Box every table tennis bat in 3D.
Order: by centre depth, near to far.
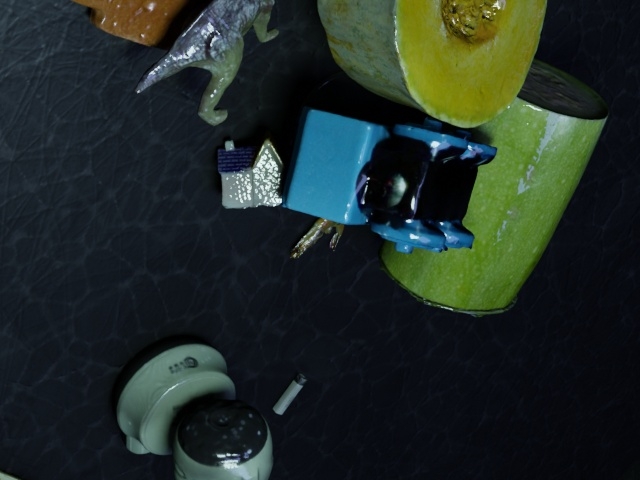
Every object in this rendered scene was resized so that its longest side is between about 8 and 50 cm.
[{"bbox_3d":[0.047,-0.165,1.817,0.138,0.022,0.246,-44,141,-2],"label":"table tennis bat"}]

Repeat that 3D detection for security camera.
[{"bbox_3d":[-0.183,0.298,1.816,0.197,0.277,0.191,-17,135,-30],"label":"security camera"}]

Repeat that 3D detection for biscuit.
[{"bbox_3d":[-0.218,-0.352,1.389,0.284,0.043,0.306,-31,143,-22],"label":"biscuit"}]

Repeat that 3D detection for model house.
[{"bbox_3d":[-0.099,-0.106,1.698,0.100,0.088,0.100,-5,108,0],"label":"model house"}]

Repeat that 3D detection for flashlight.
[{"bbox_3d":[-0.055,0.277,2.122,0.018,0.018,0.083,21,109,-50],"label":"flashlight"}]

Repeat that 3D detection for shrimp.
[{"bbox_3d":[0.000,0.000,1.921,0.114,0.023,0.083,-44,145,-7],"label":"shrimp"}]

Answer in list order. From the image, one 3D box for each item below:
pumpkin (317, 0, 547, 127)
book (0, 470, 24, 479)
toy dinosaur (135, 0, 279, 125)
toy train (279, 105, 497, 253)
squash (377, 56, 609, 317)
[{"bbox_3d":[0.141,-0.323,1.573,0.332,0.199,0.332,-13,109,-43],"label":"pumpkin"},{"bbox_3d":[-0.552,0.487,1.854,0.289,0.026,0.201,-46,140,2],"label":"book"},{"bbox_3d":[-0.115,-0.279,1.496,0.294,0.077,0.162,-59,160,-9],"label":"toy dinosaur"},{"bbox_3d":[0.096,-0.092,1.673,0.300,0.265,0.188,-3,107,-67],"label":"toy train"},{"bbox_3d":[0.272,-0.093,1.890,0.263,0.263,0.384,-5,127,-40],"label":"squash"}]
